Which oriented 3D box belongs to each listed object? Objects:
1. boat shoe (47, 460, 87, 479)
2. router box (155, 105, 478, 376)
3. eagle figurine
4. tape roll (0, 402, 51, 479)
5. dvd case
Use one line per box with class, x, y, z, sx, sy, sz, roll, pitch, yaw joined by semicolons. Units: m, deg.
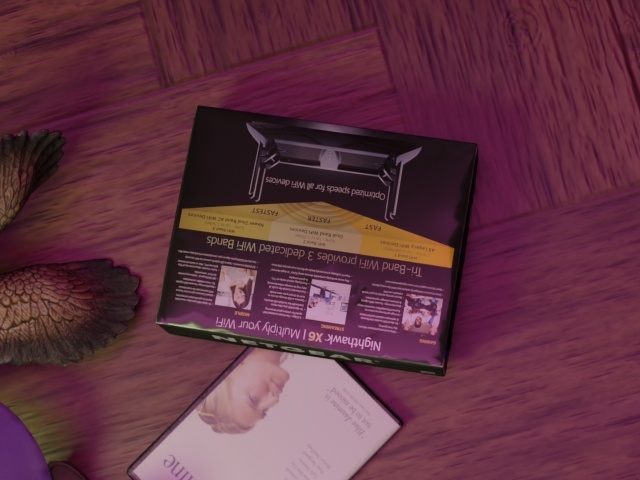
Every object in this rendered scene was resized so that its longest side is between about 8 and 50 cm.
boat shoe;-0.250;0.346;1.668;0.079;0.084;0.233;-35;76;22
router box;0.000;0.000;1.663;0.309;0.081;0.242;9;78;7
eagle figurine;-0.374;0.035;1.664;0.298;0.226;0.225;-20;62;9
tape roll;-0.378;0.256;1.645;0.189;0.080;0.189;13;116;28
dvd case;-0.061;0.224;1.688;0.180;0.022;0.253;44;90;9
